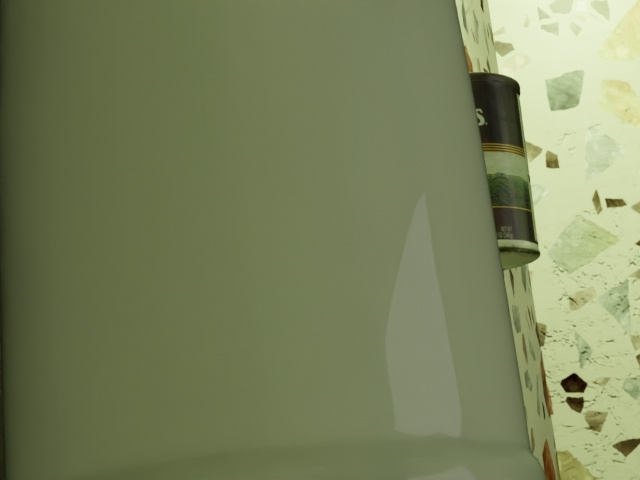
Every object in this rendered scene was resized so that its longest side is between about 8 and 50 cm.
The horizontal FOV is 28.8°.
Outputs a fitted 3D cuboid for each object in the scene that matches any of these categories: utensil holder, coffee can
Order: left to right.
[{"bbox_3d":[-0.042,0.003,0.796,0.327,0.327,0.385,38,44,-66],"label":"utensil holder"},{"bbox_3d":[0.226,-0.098,1.937,0.201,0.201,0.275,31,52,-69],"label":"coffee can"}]
